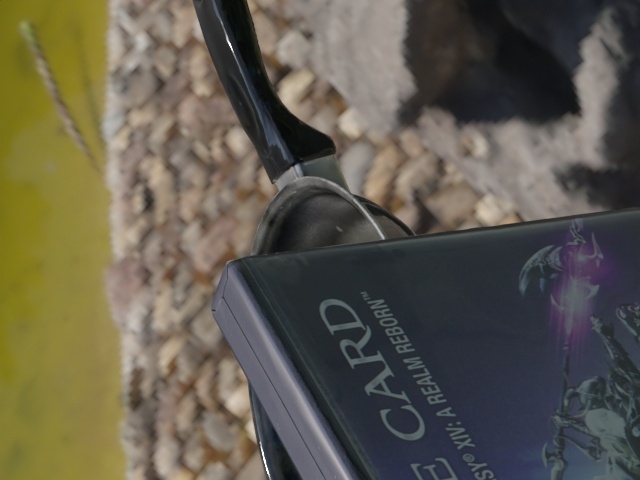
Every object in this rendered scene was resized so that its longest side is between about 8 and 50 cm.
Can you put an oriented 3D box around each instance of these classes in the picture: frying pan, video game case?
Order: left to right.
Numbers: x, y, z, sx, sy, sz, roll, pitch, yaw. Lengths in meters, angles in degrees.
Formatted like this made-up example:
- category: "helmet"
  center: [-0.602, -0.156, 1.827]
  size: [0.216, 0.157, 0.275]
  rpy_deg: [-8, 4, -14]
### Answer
- category: "frying pan"
  center: [-0.006, 0.021, 0.858]
  size: [0.053, 0.197, 0.326]
  rpy_deg: [-8, 52, -23]
- category: "video game case"
  center: [0.132, 0.063, 0.511]
  size: [0.196, 0.274, 0.026]
  rpy_deg: [58, 143, 36]
